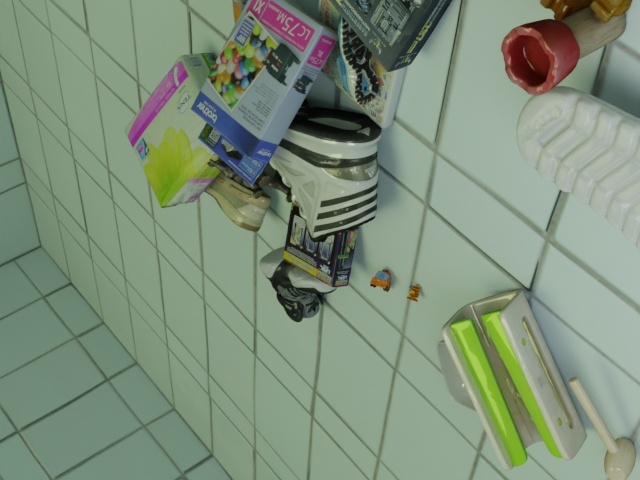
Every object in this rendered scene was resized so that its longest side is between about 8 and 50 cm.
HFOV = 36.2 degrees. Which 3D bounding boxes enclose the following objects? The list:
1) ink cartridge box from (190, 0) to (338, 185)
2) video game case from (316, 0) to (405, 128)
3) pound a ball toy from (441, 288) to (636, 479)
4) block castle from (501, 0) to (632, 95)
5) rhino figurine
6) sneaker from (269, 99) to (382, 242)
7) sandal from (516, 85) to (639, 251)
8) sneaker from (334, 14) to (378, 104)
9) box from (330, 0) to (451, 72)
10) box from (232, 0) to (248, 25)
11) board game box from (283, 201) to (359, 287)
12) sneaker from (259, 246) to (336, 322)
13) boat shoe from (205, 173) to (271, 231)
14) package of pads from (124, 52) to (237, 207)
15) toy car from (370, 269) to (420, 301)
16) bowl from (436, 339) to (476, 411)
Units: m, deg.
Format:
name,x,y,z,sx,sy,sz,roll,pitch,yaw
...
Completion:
name,x,y,z,sx,sy,sz,roll,pitch,yaw
ink cartridge box,-0.113,-0.273,1.722,0.186,0.065,0.311,41,111,33
video game case,0.065,-0.330,1.645,0.206,0.026,0.227,47,150,25
pound a ball toy,0.367,0.237,1.600,0.208,0.136,0.319,-21,98,37
block castle,0.192,-0.422,1.139,0.453,0.213,0.303,51,151,18
rhino figurine,-0.142,-0.142,1.986,0.073,0.243,0.106,-50,59,22
sneaker,-0.062,-0.134,1.861,0.447,0.169,0.257,26,128,45
sandal,0.434,-0.062,1.202,0.416,0.102,0.169,42,133,14
sneaker,0.046,-0.303,1.609,0.073,0.063,0.162,35,143,45
box,0.089,-0.400,1.474,0.232,0.059,0.183,54,142,16
box,-0.121,-0.419,1.813,0.028,0.081,0.136,39,146,35
board game box,0.000,0.000,1.995,0.170,0.048,0.141,29,117,46
sneaker,-0.023,0.105,2.142,0.269,0.101,0.153,16,135,55
boat shoe,-0.214,-0.142,2.237,0.302,0.109,0.098,45,113,36
package of pads,-0.293,-0.231,2.142,0.296,0.101,0.229,-43,68,41
toy car,0.152,0.087,1.906,0.122,0.060,0.040,17,88,32
bowl,0.284,0.242,1.792,0.142,0.053,0.142,15,130,54
